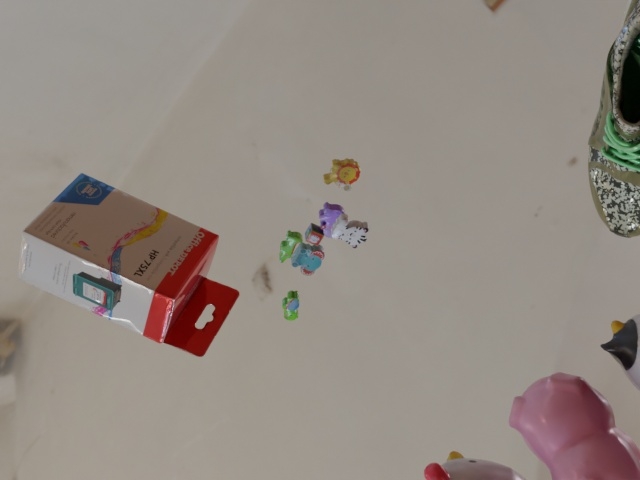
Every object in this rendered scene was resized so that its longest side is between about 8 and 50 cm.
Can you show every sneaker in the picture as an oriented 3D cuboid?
[{"bbox_3d":[0.430,-0.169,1.234,0.158,0.410,0.182,21,-141,31],"label":"sneaker"}]

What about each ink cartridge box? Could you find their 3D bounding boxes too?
[{"bbox_3d":[-0.209,0.027,1.030,0.231,0.078,0.134,24,-142,2],"label":"ink cartridge box"}]

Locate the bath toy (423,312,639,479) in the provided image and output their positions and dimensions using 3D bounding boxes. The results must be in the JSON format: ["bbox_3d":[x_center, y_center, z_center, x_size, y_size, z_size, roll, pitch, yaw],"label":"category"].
[{"bbox_3d":[0.227,0.157,0.745,0.129,0.348,0.151,45,-161,-20],"label":"bath toy"}]

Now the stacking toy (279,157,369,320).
[{"bbox_3d":[0.000,0.000,1.378,0.052,0.221,0.167,22,-148,-19],"label":"stacking toy"}]
